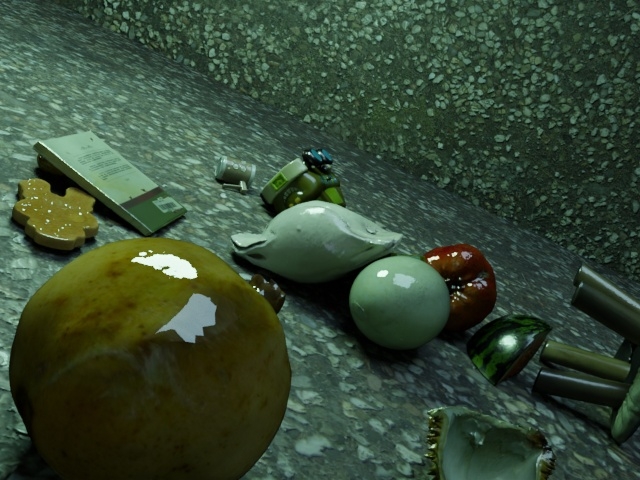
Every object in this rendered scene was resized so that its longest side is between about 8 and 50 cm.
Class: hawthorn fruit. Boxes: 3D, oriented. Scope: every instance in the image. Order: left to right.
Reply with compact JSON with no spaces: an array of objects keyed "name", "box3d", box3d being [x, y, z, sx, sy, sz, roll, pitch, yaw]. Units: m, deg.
[{"name":"hawthorn fruit","box3d":[0.332,0.116,1.450,0.207,0.207,0.243,35,6,24]}]

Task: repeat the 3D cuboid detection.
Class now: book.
[{"name":"book","box3d":[-0.430,-0.127,1.274,0.289,0.026,0.201,39,20,-2]}]

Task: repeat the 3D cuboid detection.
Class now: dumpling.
[{"name":"dumpling","box3d":[0.003,-0.001,1.317,0.181,0.341,0.260,66,16,2]}]

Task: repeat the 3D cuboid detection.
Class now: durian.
[{"name":"durian","box3d":[0.237,0.318,0.868,0.252,0.139,0.144,22,24,-12]}]

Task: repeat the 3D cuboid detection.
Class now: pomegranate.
[{"name":"pomegranate","box3d":[-0.176,0.137,0.642,0.307,0.307,0.307,23,19,-8]}]

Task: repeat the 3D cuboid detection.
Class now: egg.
[{"name":"egg","box3d":[0.161,0.124,1.203,0.253,0.186,0.186,9,25,-50]}]

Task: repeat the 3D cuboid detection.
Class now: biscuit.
[{"name":"biscuit","box3d":[-0.474,-0.046,1.087,0.144,0.040,0.236,8,26,-25]}]

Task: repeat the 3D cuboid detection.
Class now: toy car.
[{"name":"toy car","box3d":[-0.025,-0.119,1.668,0.198,0.204,0.248,52,22,7]}]

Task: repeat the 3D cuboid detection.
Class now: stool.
[{"name":"stool","box3d":[0.639,0.240,1.360,0.226,0.310,0.310,23,16,20]}]

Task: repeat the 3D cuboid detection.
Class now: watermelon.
[{"name":"watermelon","box3d":[0.401,0.239,1.334,0.145,0.193,0.137,0,76,-49]}]

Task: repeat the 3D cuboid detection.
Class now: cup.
[{"name":"cup","box3d":[-0.245,-0.181,1.706,0.099,0.102,0.074,16,-17,-22]}]

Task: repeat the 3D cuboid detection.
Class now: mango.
[{"name":"mango","box3d":[-0.552,-0.170,1.283,0.079,0.057,0.114,22,16,5]}]

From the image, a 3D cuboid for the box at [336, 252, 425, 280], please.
[{"name":"box","box3d":[0.126,0.064,1.373,0.121,0.030,0.193,7,-19,-43]}]
